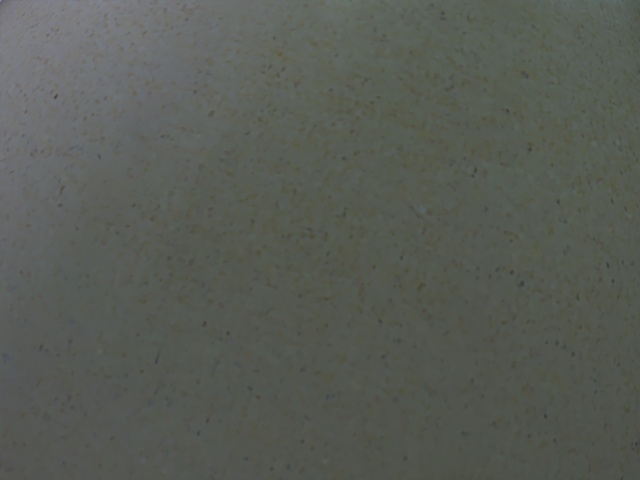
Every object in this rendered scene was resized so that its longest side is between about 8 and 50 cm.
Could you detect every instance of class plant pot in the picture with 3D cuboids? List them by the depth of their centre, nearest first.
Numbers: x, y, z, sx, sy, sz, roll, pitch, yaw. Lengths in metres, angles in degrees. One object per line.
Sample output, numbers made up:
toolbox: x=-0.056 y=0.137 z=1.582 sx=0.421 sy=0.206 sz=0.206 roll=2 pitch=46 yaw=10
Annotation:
plant pot: x=0.000 y=0.000 z=0.487 sx=0.284 sy=0.191 sz=0.284 roll=16 pitch=12 yaw=-4
